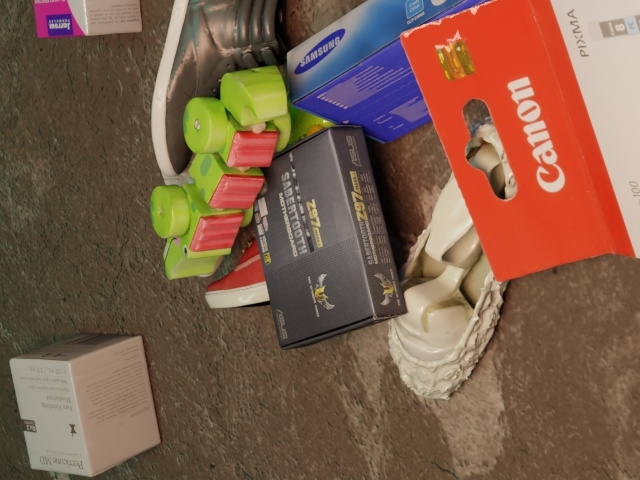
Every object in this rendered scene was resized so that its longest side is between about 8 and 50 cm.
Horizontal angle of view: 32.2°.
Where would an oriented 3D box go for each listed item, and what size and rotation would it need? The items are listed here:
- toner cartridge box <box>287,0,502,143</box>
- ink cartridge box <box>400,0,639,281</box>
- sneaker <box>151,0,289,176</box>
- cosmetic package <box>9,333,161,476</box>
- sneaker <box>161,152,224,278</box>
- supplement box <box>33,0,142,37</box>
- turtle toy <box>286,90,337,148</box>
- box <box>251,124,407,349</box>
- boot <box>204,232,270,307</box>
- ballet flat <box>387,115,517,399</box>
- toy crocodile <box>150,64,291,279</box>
[{"bbox_3d":[0.140,-0.224,1.207,0.347,0.165,0.075,-25,59,39],"label":"toner cartridge box"},{"bbox_3d":[0.297,-0.112,1.063,0.385,0.091,0.308,-15,112,23],"label":"ink cartridge box"},{"bbox_3d":[-0.124,-0.213,1.426,0.146,0.104,0.296,15,103,7],"label":"sneaker"},{"bbox_3d":[-0.366,0.252,1.730,0.151,0.151,0.184,-3,99,39],"label":"cosmetic package"},{"bbox_3d":[-0.173,-0.064,1.528,0.095,0.090,0.235,97,170,-67],"label":"sneaker"},{"bbox_3d":[-0.338,-0.402,1.573,0.111,0.114,0.220,4,105,36],"label":"supplement box"},{"bbox_3d":[-0.009,-0.151,1.406,0.095,0.066,0.130,36,103,35],"label":"turtle toy"},{"bbox_3d":[0.000,0.000,1.329,0.183,0.059,0.233,-22,78,47],"label":"box"},{"bbox_3d":[-0.074,-0.004,1.496,0.244,0.088,0.176,-19,81,40],"label":"boot"},{"bbox_3d":[0.151,0.023,1.293,0.147,0.147,0.409,34,120,26],"label":"ballet flat"},{"bbox_3d":[-0.115,-0.071,1.316,0.105,0.115,0.341,59,137,34],"label":"toy crocodile"}]
